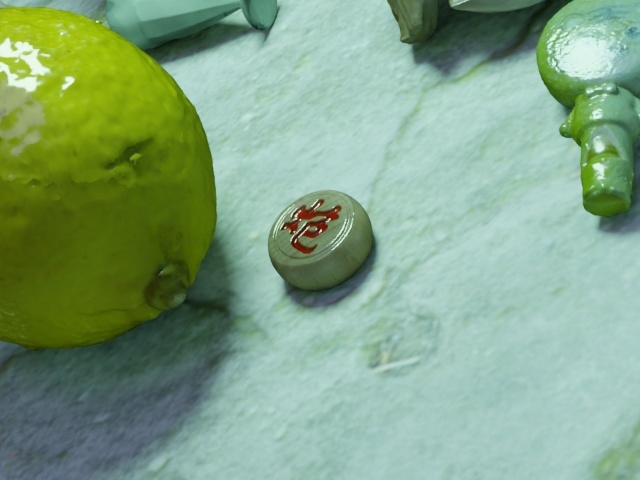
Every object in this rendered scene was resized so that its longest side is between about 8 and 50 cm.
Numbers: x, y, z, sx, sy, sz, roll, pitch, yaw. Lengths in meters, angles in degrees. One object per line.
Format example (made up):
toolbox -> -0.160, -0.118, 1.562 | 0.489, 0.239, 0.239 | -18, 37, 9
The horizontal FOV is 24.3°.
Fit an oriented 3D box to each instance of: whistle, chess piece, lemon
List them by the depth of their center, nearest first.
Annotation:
whistle -> 0.213, -0.101, 1.098 | 0.104, 0.057, 0.198 | -9, 55, 20
chess piece -> 0.000, 0.000, 1.148 | 0.084, 0.038, 0.083 | -19, 42, 18
lemon -> -0.215, -0.048, 1.170 | 0.322, 0.268, 0.268 | 36, 74, 14

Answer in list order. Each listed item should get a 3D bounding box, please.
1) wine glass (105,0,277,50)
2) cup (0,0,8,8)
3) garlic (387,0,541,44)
wine glass -> -0.121, -0.221, 1.416 | 0.155, 0.073, 0.073 | -2, 51, 27
cup -> -0.359, -0.136, 1.355 | 0.200, 0.253, 0.191 | -43, 22, -13
garlic -> 0.157, -0.324, 1.244 | 0.325, 0.132, 0.279 | -35, 73, 4
